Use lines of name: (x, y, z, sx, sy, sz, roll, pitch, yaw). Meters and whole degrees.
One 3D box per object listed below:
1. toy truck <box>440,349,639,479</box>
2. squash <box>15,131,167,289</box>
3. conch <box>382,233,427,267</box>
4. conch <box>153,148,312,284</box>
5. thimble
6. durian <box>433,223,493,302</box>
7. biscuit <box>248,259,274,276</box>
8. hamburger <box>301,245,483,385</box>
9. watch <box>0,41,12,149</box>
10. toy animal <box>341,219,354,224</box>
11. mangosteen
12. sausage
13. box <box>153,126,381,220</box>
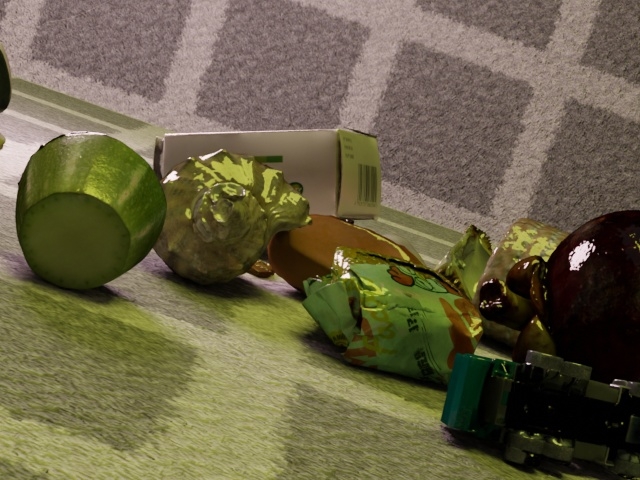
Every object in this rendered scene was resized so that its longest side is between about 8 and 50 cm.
toy truck: (0.241, 0.178, 1.417, 0.253, 0.114, 0.124, 15, -3, -33)
squash: (-0.256, -0.021, 1.459, 0.170, 0.170, 0.123, 18, 24, -8)
conch: (0.122, 0.049, 2.207, 0.104, 0.094, 0.176, 24, 15, -24)
conch: (-0.136, -0.044, 1.771, 0.159, 0.210, 0.291, 62, -14, -12)
thimble: (0.331, 0.068, 2.082, 0.148, 0.196, 0.229, 25, 45, 16)
durian: (0.238, 0.057, 2.220, 0.144, 0.139, 0.252, 21, 28, 19)
biscuit: (-0.100, 0.036, 1.969, 0.082, 0.016, 0.092, 18, 5, -13)
hamburger: (0.076, 0.077, 1.646, 0.214, 0.125, 0.235, 27, 17, -23)
watch: (-0.460, -0.156, 1.544, 0.196, 0.244, 0.231, 16, 15, -18)
toy animal: (0.000, 0.000, 2.056, 0.131, 0.127, 0.181, 58, 5, -5)
mangosteen: (0.375, 0.111, 1.663, 0.297, 0.293, 0.297, 54, -14, 20)
sausage: (0.038, 0.038, 1.890, 0.241, 0.120, 0.136, 23, -25, 15)
box: (-0.086, -0.103, 2.174, 0.333, 0.145, 0.173, 0, -3, 24)
